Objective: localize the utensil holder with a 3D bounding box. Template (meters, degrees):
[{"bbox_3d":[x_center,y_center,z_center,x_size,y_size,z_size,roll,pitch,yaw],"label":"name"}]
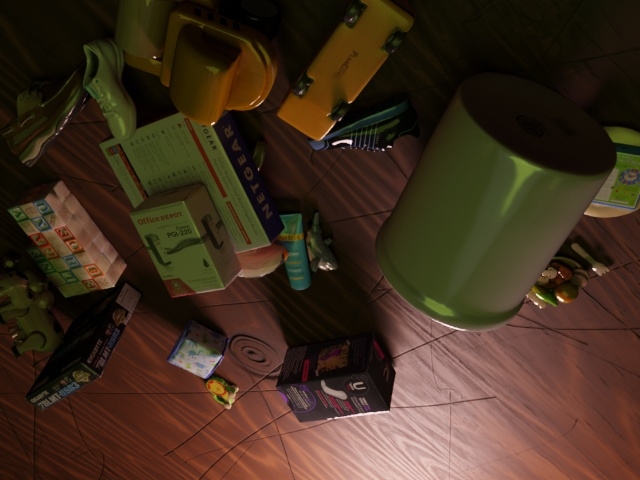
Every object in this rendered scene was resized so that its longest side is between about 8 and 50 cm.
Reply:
[{"bbox_3d":[0.318,-0.074,1.409,0.327,0.327,0.385,20,131,-2],"label":"utensil holder"}]

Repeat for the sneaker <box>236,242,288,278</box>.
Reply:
[{"bbox_3d":[-0.202,0.015,1.771,0.262,0.099,0.121,-1,120,26],"label":"sneaker"}]

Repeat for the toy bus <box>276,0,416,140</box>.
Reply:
[{"bbox_3d":[0.045,-0.334,1.386,0.108,0.130,0.333,32,131,-11],"label":"toy bus"}]

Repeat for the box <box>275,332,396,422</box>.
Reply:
[{"bbox_3d":[0.043,0.369,1.985,0.270,0.143,0.165,-13,125,24],"label":"box"}]

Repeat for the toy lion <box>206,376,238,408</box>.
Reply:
[{"bbox_3d":[-0.300,0.451,2.232,0.096,0.034,0.100,24,133,4],"label":"toy lion"}]

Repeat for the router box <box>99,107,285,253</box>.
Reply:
[{"bbox_3d":[-0.281,-0.118,1.637,0.301,0.082,0.335,-13,113,30],"label":"router box"}]

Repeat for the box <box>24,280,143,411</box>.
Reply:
[{"bbox_3d":[-0.633,0.284,2.000,0.295,0.293,0.073,-32,115,35],"label":"box"}]

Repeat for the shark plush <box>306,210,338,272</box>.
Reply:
[{"bbox_3d":[0.000,0.000,1.762,0.067,0.073,0.161,-10,108,-1],"label":"shark plush"}]

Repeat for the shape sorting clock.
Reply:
[{"bbox_3d":[0.568,-0.135,1.472,0.206,0.040,0.206,10,132,12],"label":"shape sorting clock"}]

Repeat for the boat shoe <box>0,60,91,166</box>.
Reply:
[{"bbox_3d":[-0.605,-0.284,1.621,0.120,0.122,0.324,42,127,-17],"label":"boat shoe"}]

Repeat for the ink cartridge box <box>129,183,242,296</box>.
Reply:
[{"bbox_3d":[-0.288,0.002,1.604,0.158,0.092,0.218,-11,112,29],"label":"ink cartridge box"}]

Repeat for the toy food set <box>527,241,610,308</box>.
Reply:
[{"bbox_3d":[0.536,0.090,1.677,0.132,0.038,0.192,37,129,-16],"label":"toy food set"}]

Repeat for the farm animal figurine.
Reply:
[{"bbox_3d":[-0.771,0.165,1.965,0.330,0.172,0.327,21,133,63],"label":"farm animal figurine"}]

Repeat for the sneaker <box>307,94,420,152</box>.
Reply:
[{"bbox_3d":[0.089,-0.214,1.512,0.232,0.081,0.090,-16,119,27],"label":"sneaker"}]

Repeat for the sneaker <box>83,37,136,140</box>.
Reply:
[{"bbox_3d":[-0.444,-0.305,1.528,0.080,0.094,0.212,-1,107,29],"label":"sneaker"}]

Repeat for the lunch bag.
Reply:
[{"bbox_3d":[-0.345,0.314,2.080,0.129,0.096,0.151,28,122,-10],"label":"lunch bag"}]

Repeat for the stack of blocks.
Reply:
[{"bbox_3d":[-0.657,0.000,1.900,0.171,0.087,0.297,-12,126,24],"label":"stack of blocks"}]

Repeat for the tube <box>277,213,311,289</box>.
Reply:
[{"bbox_3d":[-0.064,0.023,1.786,0.080,0.052,0.207,-4,123,12],"label":"tube"}]

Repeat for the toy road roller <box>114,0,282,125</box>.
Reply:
[{"bbox_3d":[-0.240,-0.354,1.374,0.329,0.240,0.202,20,132,-2],"label":"toy road roller"}]

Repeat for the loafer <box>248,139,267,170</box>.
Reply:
[{"bbox_3d":[-0.161,-0.167,1.638,0.050,0.056,0.148,24,132,-14],"label":"loafer"}]
